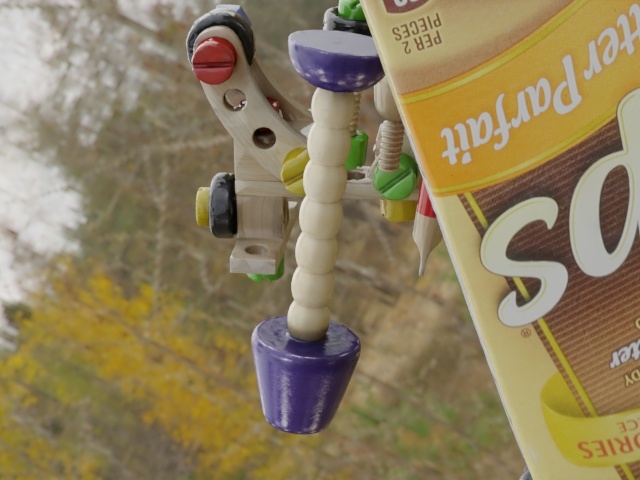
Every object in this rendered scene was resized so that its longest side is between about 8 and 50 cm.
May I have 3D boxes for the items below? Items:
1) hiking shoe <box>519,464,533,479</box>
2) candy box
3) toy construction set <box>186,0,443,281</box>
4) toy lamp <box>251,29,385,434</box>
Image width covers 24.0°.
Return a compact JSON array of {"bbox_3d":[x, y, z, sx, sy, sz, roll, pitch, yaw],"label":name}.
[{"bbox_3d":[0.284,0.245,1.501,0.227,0.114,0.086,-17,-53,-43],"label":"hiking shoe"},{"bbox_3d":[0.118,-0.074,0.571,0.183,0.316,0.087,-20,18,5],"label":"candy box"},{"bbox_3d":[0.018,-0.053,1.252,0.309,0.257,0.237,-129,42,-59],"label":"toy construction set"},{"bbox_3d":[0.000,0.000,1.015,0.080,0.080,0.275,-66,-14,-69],"label":"toy lamp"}]
